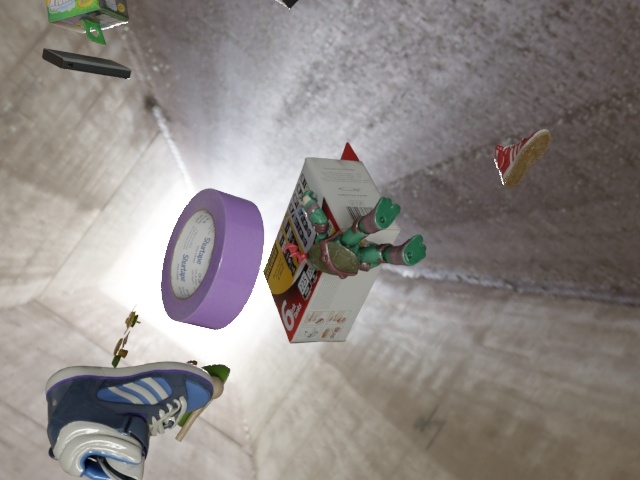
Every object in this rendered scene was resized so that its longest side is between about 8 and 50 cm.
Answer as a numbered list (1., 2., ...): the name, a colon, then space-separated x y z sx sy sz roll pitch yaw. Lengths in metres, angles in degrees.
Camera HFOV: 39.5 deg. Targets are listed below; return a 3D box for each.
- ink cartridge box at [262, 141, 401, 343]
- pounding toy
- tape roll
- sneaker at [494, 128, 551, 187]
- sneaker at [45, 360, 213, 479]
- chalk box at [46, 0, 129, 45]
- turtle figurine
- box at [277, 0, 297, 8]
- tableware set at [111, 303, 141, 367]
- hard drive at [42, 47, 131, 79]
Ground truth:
1. ink cartridge box: 0.000 0.000 1.740 0.130 0.309 0.271 1 -138 -26
2. pounding toy: -0.313 0.348 2.114 0.110 0.183 0.237 41 -179 -8
3. tape roll: -0.220 0.037 1.782 0.090 0.274 0.275 17 -176 -31
4. sneaker: 0.321 -0.148 1.431 0.042 0.118 0.067 11 -137 -26
5. sneaker: -0.309 0.333 1.542 0.323 0.130 0.236 7 -143 -34
6. chalk box: -0.515 -0.536 1.959 0.132 0.212 0.132 -8 178 18
7. turtle figurine: 0.044 0.004 1.388 0.175 0.118 0.234 35 153 -31
8. box: -0.106 -0.522 1.392 0.165 0.143 0.270 41 177 39
9. tableware set: -0.468 0.234 2.151 0.024 0.104 0.154 27 -149 -19
10. hard drive: -0.431 -0.326 1.645 0.135 0.022 0.094 2 -161 -41
